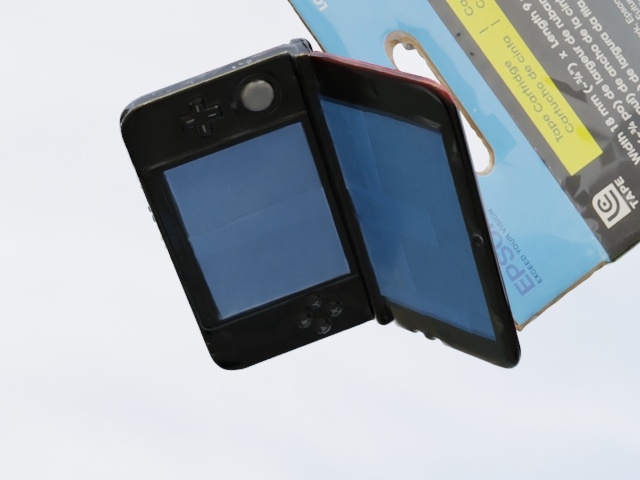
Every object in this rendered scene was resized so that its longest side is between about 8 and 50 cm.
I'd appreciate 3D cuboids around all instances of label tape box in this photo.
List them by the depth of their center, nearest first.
[{"bbox_3d":[0.140,-0.123,0.897,0.240,0.334,0.106,55,-24,1],"label":"label tape box"}]

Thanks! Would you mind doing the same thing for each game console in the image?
[{"bbox_3d":[0.000,0.000,0.643,0.124,0.085,0.144,-21,-57,-3],"label":"game console"}]

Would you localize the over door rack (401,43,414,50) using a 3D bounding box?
[{"bbox_3d":[0.213,-0.369,1.739,0.324,0.108,0.239,-19,-46,-30],"label":"over door rack"}]
